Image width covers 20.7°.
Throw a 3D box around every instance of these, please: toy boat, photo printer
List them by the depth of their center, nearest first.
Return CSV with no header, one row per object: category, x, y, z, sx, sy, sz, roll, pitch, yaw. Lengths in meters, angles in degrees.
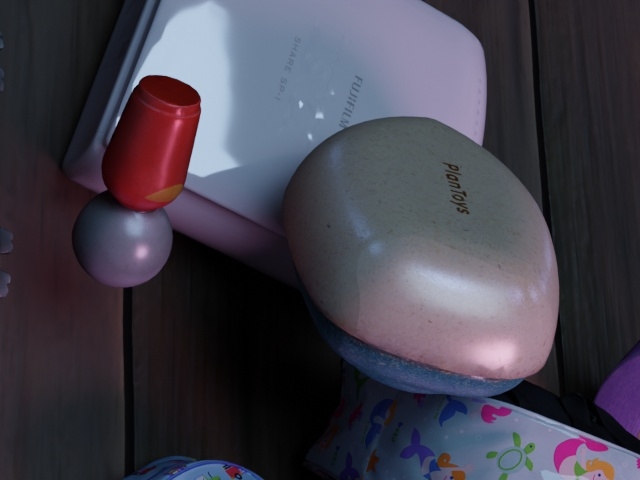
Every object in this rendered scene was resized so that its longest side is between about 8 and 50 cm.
toy boat,0.000,0.000,1.170,0.318,0.148,0.267,17,28,-7
photo printer,-0.016,-0.096,1.334,0.307,0.107,0.256,27,67,-22

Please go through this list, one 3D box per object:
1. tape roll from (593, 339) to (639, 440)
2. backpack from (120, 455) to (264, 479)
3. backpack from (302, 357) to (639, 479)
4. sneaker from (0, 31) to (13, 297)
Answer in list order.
tape roll,0.350,0.173,1.368,0.275,0.275,0.090,53,50,-3
backpack,-0.068,0.220,1.165,0.158,0.117,0.173,-26,82,-40
backpack,0.121,0.180,1.227,0.225,0.253,0.191,23,78,-25
sneaker,-0.278,-0.036,1.150,0.135,0.097,0.276,8,63,-32
